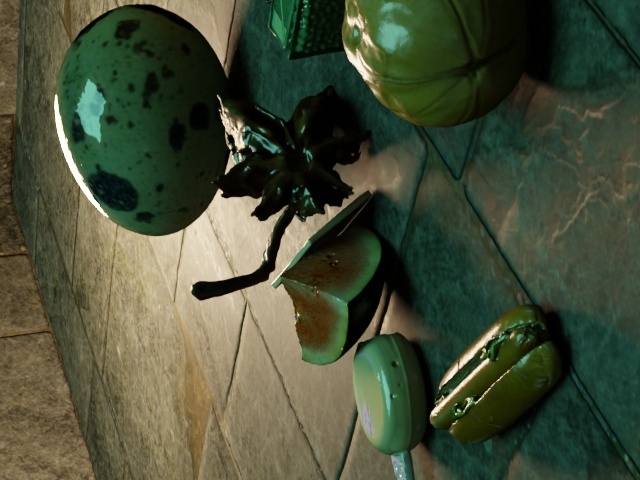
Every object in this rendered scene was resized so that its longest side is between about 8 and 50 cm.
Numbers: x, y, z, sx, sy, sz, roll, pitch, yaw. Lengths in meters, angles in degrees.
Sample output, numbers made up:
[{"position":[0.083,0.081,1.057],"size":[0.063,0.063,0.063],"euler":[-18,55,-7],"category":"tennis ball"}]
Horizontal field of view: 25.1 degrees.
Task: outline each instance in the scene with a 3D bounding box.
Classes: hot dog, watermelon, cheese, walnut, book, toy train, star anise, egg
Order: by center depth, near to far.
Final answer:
[{"position":[0.112,-0.218,1.462],"size":[0.225,0.193,0.193],"euler":[-123,33,-46],"category":"walnut"},{"position":[0.183,0.150,1.542],"size":[0.249,0.068,0.100],"euler":[121,139,-57],"category":"hot dog"},{"position":[0.094,0.233,1.803],"size":[0.137,0.064,0.227],"euler":[141,121,-69],"category":"cheese"},{"position":[-0.005,-0.370,1.817],"size":[0.154,0.115,0.269],"euler":[53,145,37],"category":"toy train"},{"position":[0.027,0.087,1.850],"size":[0.193,0.137,0.145],"euler":[-77,-23,-59],"category":"watermelon"},{"position":[-0.069,-0.071,1.877],"size":[0.346,0.237,0.148],"euler":[-61,-18,-9],"category":"star anise"},{"position":[0.000,0.000,1.915],"size":[0.012,0.118,0.172],"euler":[48,153,4],"category":"book"},{"position":[-0.285,-0.193,2.334],"size":[0.287,0.287,0.379],"euler":[-167,72,-68],"category":"egg"}]
